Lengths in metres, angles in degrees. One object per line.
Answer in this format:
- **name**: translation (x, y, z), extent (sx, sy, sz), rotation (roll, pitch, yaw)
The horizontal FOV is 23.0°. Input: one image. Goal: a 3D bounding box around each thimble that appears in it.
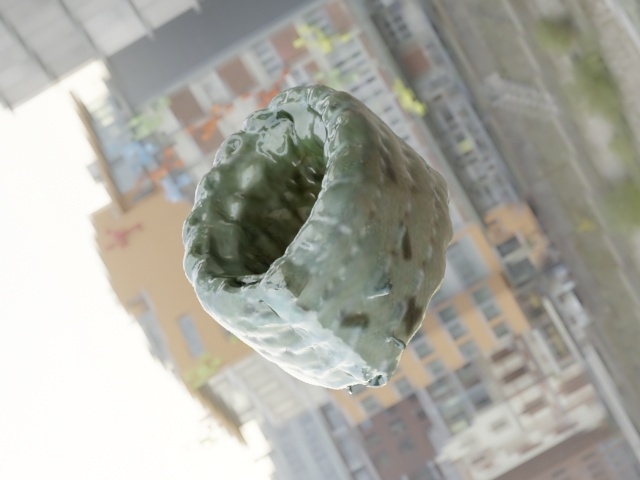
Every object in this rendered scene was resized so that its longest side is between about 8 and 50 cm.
- **thimble**: translation (0.000, 0.000, 0.541), extent (0.062, 0.084, 0.110), rotation (38, -159, -30)
